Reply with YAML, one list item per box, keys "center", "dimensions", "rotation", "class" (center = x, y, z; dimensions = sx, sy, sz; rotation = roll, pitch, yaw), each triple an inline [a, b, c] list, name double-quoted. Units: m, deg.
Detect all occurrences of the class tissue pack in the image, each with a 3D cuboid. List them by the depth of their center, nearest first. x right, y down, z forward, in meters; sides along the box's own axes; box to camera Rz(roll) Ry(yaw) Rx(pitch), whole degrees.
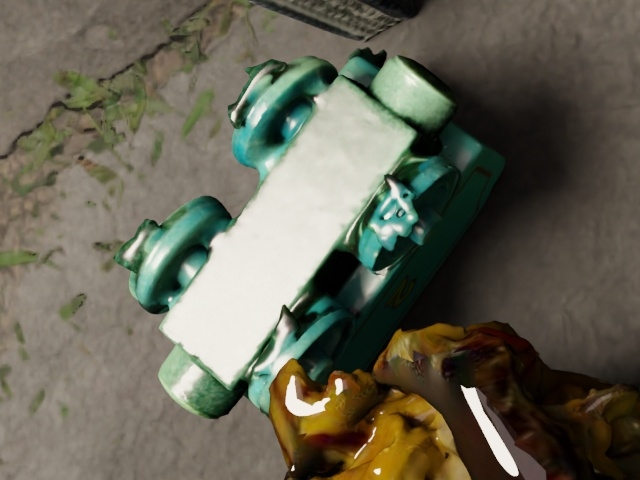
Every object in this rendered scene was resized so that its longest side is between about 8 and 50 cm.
- center: [-0.012, -0.172, 0.767]
  dimensions: [0.051, 0.156, 0.112]
  rotation: [-26, 78, 20]
  class: "tissue pack"

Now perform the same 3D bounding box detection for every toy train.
- center: [0.000, 0.000, 0.744]
  dimensions: [0.112, 0.163, 0.203]
  rotation: [41, 99, 18]
  class: "toy train"

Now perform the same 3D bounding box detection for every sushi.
- center: [0.086, 0.138, 0.675]
  dimensions: [0.200, 0.213, 0.204]
  rotation: [-17, 81, 17]
  class: "sushi"
